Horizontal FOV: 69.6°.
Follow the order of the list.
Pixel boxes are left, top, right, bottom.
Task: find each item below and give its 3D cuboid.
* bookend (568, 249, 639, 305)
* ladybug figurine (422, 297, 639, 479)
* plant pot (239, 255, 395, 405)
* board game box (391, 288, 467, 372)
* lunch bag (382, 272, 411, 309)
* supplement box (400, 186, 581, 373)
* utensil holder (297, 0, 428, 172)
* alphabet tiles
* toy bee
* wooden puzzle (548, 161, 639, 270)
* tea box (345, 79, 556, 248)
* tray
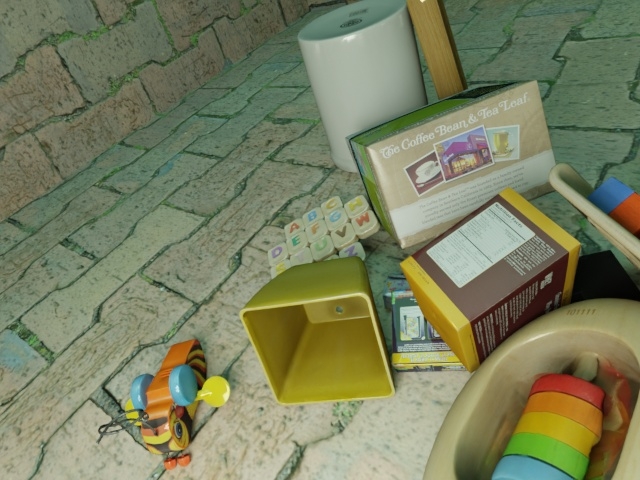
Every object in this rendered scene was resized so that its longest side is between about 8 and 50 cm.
[{"bbox_3d":[0.426,0.108,0.753,0.156,0.072,0.157,-14,38,11],"label":"bookend"},{"bbox_3d":[0.284,0.258,0.522,0.449,0.162,0.305,-45,15,-28],"label":"ladybug figurine"},{"bbox_3d":[0.012,0.143,0.823,0.212,0.212,0.187,-10,25,16],"label":"plant pot"},{"bbox_3d":[0.210,0.152,0.796,0.170,0.048,0.141,-6,58,19],"label":"board game box"},{"bbox_3d":[0.165,0.095,0.915,0.071,0.053,0.083,4,40,21],"label":"lunch bag"},{"bbox_3d":[0.251,0.065,0.683,0.194,0.191,0.129,-35,52,-1],"label":"supplement box"},{"bbox_3d":[0.135,-0.441,1.318,0.328,0.385,0.327,-14,38,11],"label":"utensil holder"},{"bbox_3d":[0.000,0.000,1.089,0.284,0.021,0.278,-31,36,10],"label":"alphabet tiles"},{"bbox_3d":[-0.274,0.308,0.815,0.195,0.162,0.298,-10,13,28],"label":"toy bee"},{"bbox_3d":[0.486,0.051,0.603,0.080,0.322,0.348,-45,32,25],"label":"wooden puzzle"},{"bbox_3d":[0.256,-0.174,0.989,0.329,0.220,0.323,-21,15,3],"label":"tea box"},{"bbox_3d":[0.337,-0.506,1.272,0.076,0.411,0.203,-13,37,24],"label":"tray"}]
